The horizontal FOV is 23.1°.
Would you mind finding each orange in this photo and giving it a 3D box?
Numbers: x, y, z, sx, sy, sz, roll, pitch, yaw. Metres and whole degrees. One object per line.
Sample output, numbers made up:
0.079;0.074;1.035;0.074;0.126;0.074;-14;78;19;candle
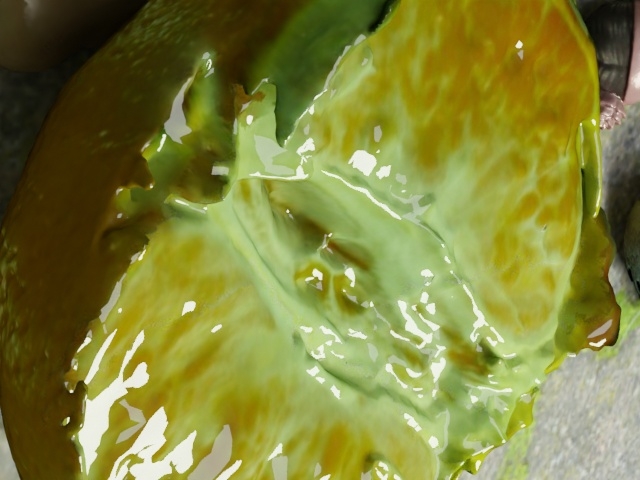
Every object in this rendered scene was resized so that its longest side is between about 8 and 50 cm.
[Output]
-0.008;-0.004;0.661;0.334;0.196;0.262;-53;151;-4;orange

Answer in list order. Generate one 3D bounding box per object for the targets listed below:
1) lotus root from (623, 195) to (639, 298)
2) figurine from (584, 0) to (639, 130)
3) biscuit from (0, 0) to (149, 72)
0.237;0.022;0.973;0.088;0.088;0.165;-48;135;-18;lotus root
0.195;-0.111;0.912;0.129;0.054;0.072;-21;134;-43;figurine
-0.081;-0.243;0.614;0.217;0.044;0.324;-32;125;-31;biscuit
